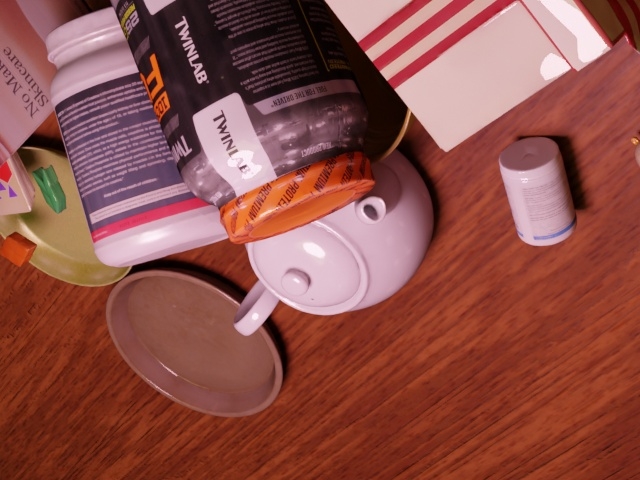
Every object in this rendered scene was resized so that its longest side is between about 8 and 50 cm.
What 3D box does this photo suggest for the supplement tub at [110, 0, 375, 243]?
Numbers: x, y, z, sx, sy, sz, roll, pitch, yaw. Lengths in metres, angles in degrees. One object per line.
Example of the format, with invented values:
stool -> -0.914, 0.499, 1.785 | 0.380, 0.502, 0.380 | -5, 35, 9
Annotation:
supplement tub -> -0.080, -0.181, 1.533 | 0.207, 0.207, 0.338 | -31, 78, 44

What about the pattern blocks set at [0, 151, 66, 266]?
pattern blocks set -> -0.455, -0.100, 1.993 | 0.325, 0.026, 0.285 | 6, 119, 43

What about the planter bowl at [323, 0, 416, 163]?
planter bowl -> 0.060, -0.196, 1.594 | 0.217, 0.090, 0.217 | 26, 124, 47

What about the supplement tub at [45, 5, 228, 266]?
supplement tub -> -0.197, -0.120, 1.695 | 0.191, 0.191, 0.272 | -18, 88, 39

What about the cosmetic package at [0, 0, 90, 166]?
cosmetic package -> -0.394, -0.188, 1.733 | 0.129, 0.296, 0.153 | -15, 121, 40

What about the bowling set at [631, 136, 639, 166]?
bowling set -> 0.429, -0.008, 1.514 | 0.287, 0.200, 0.154 | 33, 139, 4

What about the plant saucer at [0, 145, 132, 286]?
plant saucer -> -0.352, -0.040, 2.038 | 0.241, 0.037, 0.241 | 16, 134, 17

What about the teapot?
teapot -> 0.000, 0.000, 1.765 | 0.252, 0.187, 0.256 | 8, 133, 24

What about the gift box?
gift box -> 0.197, -0.255, 1.375 | 0.276, 0.255, 0.258 | 47, 137, -8

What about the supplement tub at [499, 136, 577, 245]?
supplement tub -> 0.244, -0.054, 1.661 | 0.071, 0.071, 0.107 | 2, 130, 28

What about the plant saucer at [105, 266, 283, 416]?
plant saucer -> -0.174, 0.139, 2.100 | 0.278, 0.041, 0.278 | 16, 136, 17
